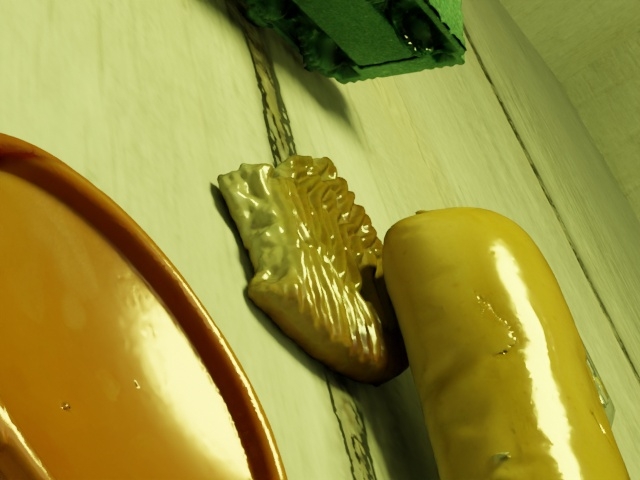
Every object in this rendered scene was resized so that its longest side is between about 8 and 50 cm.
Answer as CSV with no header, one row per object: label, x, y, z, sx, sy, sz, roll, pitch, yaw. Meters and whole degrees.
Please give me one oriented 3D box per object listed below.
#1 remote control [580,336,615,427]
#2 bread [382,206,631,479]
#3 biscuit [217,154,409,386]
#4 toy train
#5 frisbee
remote control,0.196,0.112,1.157,0.109,0.055,0.313,64,12,8
bread,0.112,0.113,0.754,0.142,0.091,0.305,54,19,-53
biscuit,0.001,0.000,0.814,0.176,0.031,0.228,48,18,-34
toy train,0.002,-0.248,1.043,0.330,0.138,0.178,36,53,-53
frisbee,-0.075,0.049,0.466,0.192,0.035,0.192,52,15,-20
